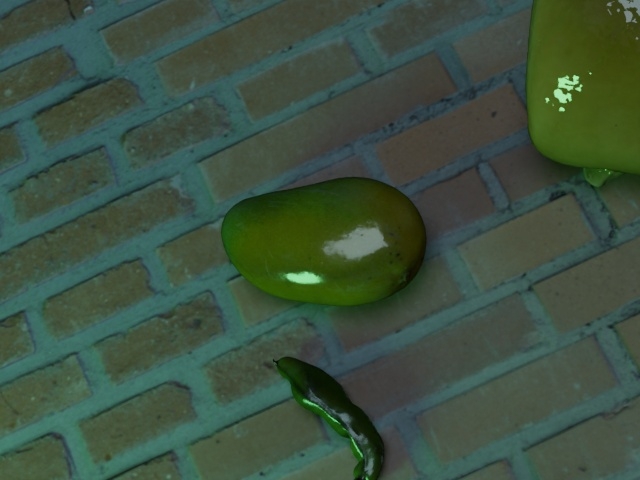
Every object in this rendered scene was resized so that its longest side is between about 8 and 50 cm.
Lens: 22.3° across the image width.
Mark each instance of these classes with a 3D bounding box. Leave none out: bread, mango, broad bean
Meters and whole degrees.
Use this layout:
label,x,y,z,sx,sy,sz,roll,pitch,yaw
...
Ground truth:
label,x,y,z,sx,sy,sz,roll,pitch,yaw
bread,0.430,-0.247,1.844,0.376,0.253,0.348,11,65,15
mango,0.000,0.000,1.902,0.251,0.114,0.156,1,73,12
broad bean,0.017,0.197,1.847,0.061,0.046,0.195,-30,64,-5
